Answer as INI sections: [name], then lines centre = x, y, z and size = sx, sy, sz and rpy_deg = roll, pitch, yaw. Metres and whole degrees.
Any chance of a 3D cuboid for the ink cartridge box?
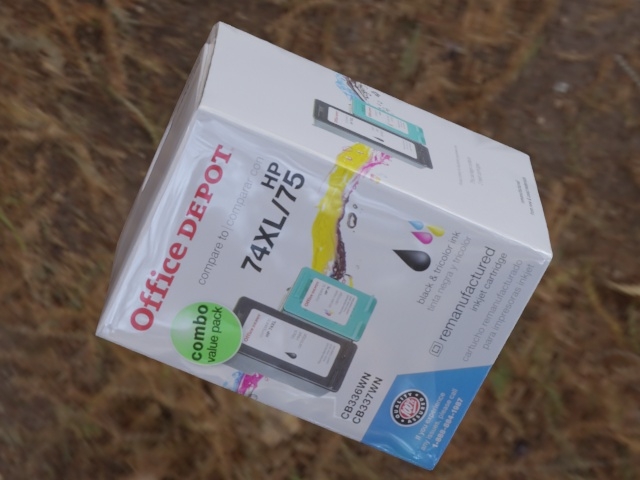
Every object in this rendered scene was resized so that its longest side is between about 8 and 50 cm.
[ink cartridge box]
centre = 0.000, 0.000, 1.324
size = 0.270, 0.197, 0.198
rpy_deg = 22, 113, -9
